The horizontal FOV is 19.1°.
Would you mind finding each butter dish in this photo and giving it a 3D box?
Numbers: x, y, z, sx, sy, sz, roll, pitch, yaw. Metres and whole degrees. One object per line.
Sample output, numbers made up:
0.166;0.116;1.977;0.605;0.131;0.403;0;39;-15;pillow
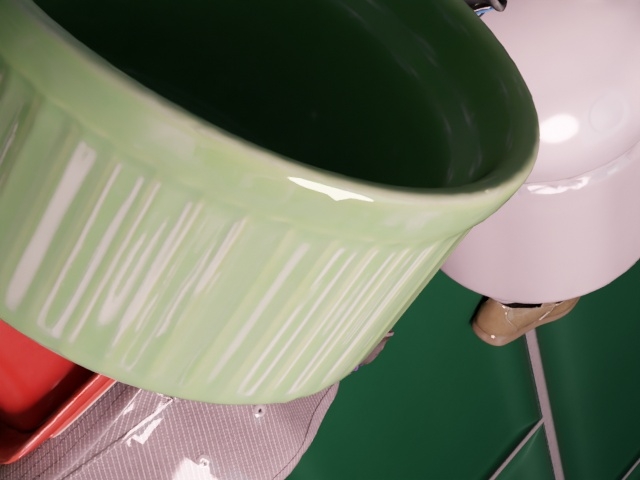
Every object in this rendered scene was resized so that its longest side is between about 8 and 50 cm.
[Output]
-0.161;0.028;1.071;0.160;0.118;0.160;-43;-162;-9;butter dish

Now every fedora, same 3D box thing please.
-0.080;0.105;1.184;0.275;0.124;0.244;-45;-174;-33;fedora

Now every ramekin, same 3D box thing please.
-0.062;-0.063;0.904;0.303;0.303;0.148;-16;144;-53;ramekin

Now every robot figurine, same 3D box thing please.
0.149;-0.088;1.354;0.300;0.199;0.353;-19;150;-4;robot figurine

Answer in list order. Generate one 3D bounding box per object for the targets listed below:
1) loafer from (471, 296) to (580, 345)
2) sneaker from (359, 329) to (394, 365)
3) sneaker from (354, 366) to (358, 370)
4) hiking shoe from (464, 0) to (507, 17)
0.206;0.051;1.817;0.148;0.056;0.050;-34;156;-36;loafer
0.000;0.000;1.315;0.118;0.083;0.222;-17;127;-45;sneaker
-0.006;0.090;1.472;0.170;0.071;0.068;-52;156;-2;sneaker
0.041;-0.159;1.147;0.304;0.132;0.113;-56;156;7;hiking shoe
